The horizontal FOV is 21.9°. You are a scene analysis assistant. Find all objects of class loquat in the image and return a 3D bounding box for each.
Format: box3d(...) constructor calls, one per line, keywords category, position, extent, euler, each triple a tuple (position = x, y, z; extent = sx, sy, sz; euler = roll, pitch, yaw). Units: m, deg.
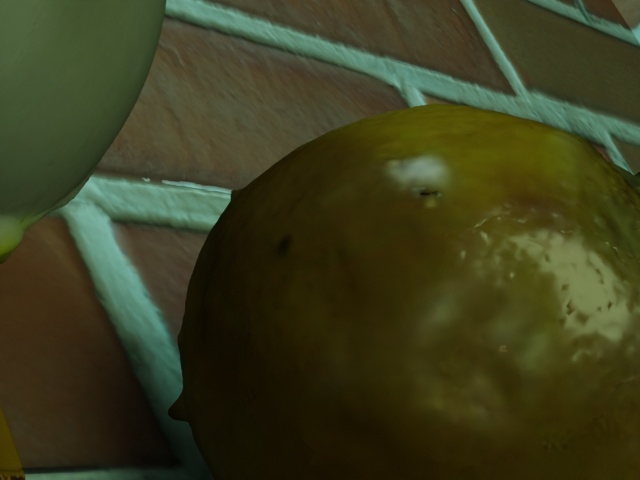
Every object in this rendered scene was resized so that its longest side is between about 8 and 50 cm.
box3d(category="loquat", position=(0.079, 0.071, 0.974), extent=(0.328, 0.328, 0.328), euler=(37, 29, -25))

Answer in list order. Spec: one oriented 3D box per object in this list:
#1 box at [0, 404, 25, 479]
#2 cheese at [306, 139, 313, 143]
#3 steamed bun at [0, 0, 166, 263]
box3d(category="box", position=(-0.190, 0.156, 0.727), extent=(0.152, 0.070, 0.237), euler=(12, 47, -51))
box3d(category="cheese", position=(0.001, -0.001, 1.240), extent=(0.127, 0.050, 0.235), euler=(34, 29, -25))
box3d(category="steamed bun", position=(-0.246, -0.156, 0.770), extent=(0.374, 0.334, 0.334), euler=(39, 29, -24))
